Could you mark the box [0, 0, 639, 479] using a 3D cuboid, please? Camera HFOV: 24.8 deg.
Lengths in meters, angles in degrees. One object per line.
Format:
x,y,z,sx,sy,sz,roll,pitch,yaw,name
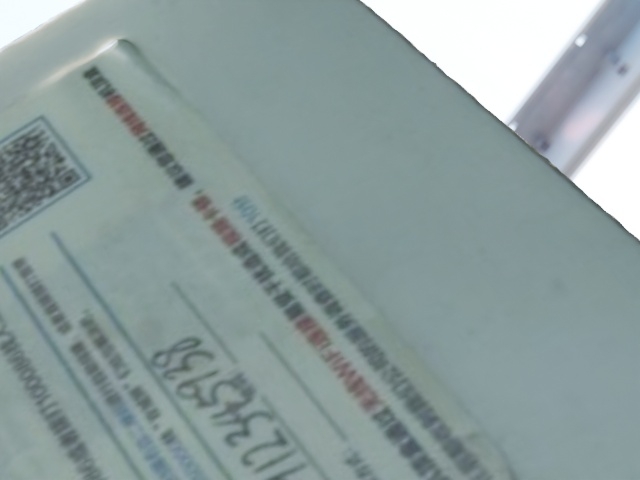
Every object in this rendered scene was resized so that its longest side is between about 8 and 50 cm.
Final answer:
-0.084,0.071,0.605,0.396,0.396,0.111,48,165,38,box
